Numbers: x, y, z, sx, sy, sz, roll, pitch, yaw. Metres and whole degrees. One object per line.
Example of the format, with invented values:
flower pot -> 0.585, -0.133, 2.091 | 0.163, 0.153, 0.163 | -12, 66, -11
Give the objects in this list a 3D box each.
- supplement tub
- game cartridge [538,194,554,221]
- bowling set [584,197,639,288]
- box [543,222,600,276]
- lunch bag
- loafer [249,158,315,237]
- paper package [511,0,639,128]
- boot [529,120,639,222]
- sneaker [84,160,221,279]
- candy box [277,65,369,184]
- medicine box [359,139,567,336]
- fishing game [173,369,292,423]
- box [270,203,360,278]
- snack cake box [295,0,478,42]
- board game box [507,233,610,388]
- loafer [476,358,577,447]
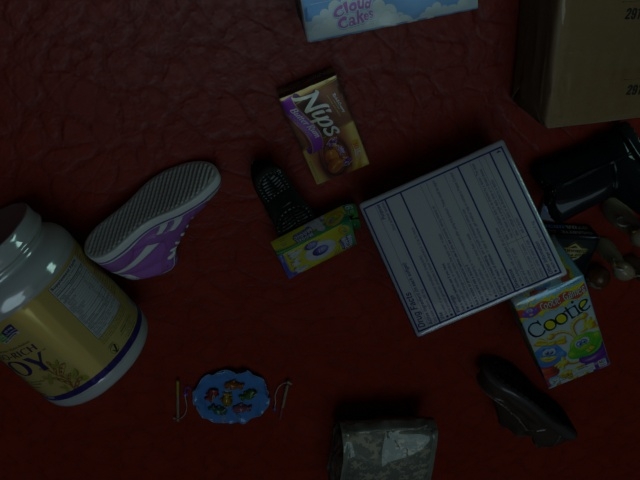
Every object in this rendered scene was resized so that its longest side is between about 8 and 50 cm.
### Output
supplement tub -> -0.505, 0.118, 1.245 | 0.241, 0.241, 0.331 | -28, 123, 10
game cartridge -> 0.483, -0.077, 1.400 | 0.056, 0.017, 0.083 | 9, 121, -10
bowling set -> 0.672, 0.059, 1.433 | 0.287, 0.154, 0.200 | 21, 117, -20
box -> 0.460, 0.046, 1.455 | 0.220, 0.051, 0.175 | 3, 123, -11
lunch bag -> 0.146, 0.522, 1.650 | 0.235, 0.169, 0.287 | 0, 127, -9
loafer -> -0.071, -0.078, 1.284 | 0.080, 0.078, 0.220 | -28, 140, -5
paper package -> 0.503, -0.361, 1.127 | 0.325, 0.168, 0.309 | -9, 125, -4
boot -> 0.545, -0.081, 1.303 | 0.207, 0.094, 0.246 | -28, 78, 9
sneaker -> -0.286, -0.030, 1.283 | 0.282, 0.102, 0.161 | -33, 144, 4
candy box -> 0.007, -0.205, 1.223 | 0.109, 0.053, 0.186 | -21, 125, 5
medicine box -> 0.256, -0.001, 1.262 | 0.289, 0.149, 0.263 | -24, 85, 9
fishing game -> -0.204, 0.371, 1.576 | 0.264, 0.041, 0.189 | 5, 125, -12
box -> 0.000, 0.000, 1.325 | 0.179, 0.043, 0.105 | -29, 150, -5
snack cake box -> 0.093, -0.393, 1.053 | 0.264, 0.152, 0.089 | -12, 124, 0
board game box -> 0.478, 0.151, 1.409 | 0.142, 0.144, 0.275 | -25, 124, 9
loafer -> 0.486, 0.420, 1.653 | 0.130, 0.134, 0.366 | -41, 119, 17
